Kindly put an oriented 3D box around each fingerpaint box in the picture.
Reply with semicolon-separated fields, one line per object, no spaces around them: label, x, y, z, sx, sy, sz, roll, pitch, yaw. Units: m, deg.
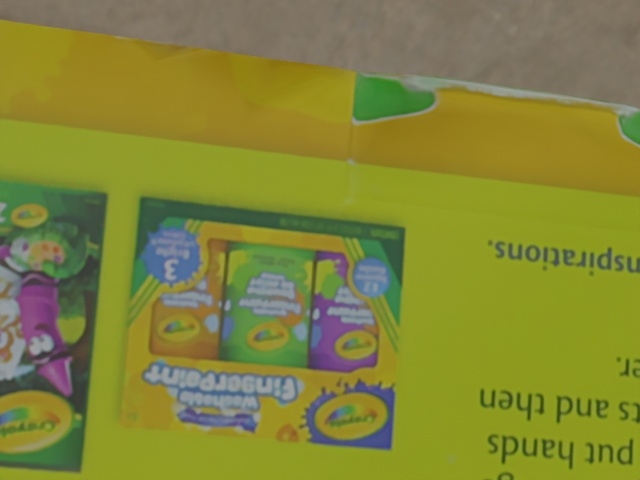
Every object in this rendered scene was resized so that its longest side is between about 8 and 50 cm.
fingerpaint box;0.021;0.151;0.445;0.445;0.163;0.371;6;81;-12
